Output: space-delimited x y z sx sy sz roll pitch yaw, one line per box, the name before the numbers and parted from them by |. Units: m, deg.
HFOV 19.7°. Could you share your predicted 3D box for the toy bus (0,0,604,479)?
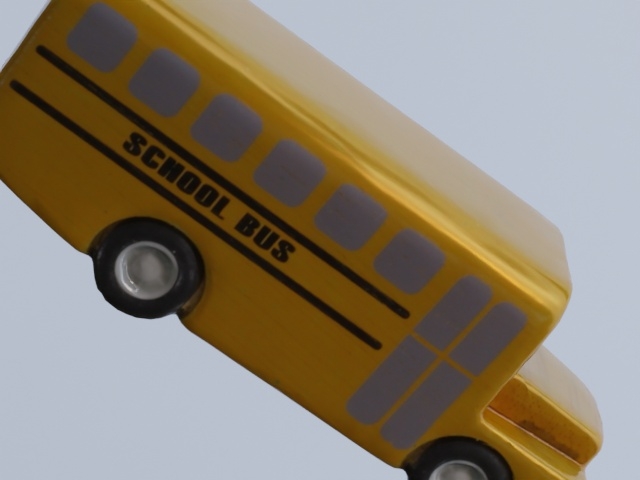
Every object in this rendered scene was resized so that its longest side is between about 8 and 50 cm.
toy bus | 0.000 0.000 0.860 0.333 0.108 0.130 35 -70 -12
